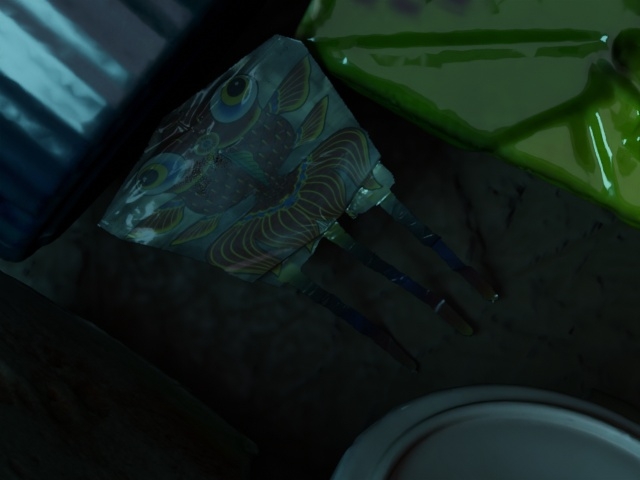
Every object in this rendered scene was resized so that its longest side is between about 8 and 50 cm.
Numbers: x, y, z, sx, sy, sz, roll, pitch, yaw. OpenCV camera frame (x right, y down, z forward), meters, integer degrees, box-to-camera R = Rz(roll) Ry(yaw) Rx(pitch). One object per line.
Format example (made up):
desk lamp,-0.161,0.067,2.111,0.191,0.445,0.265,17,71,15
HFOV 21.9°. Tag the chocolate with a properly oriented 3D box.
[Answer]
chocolate,0.173,-0.160,0.813,0.289,0.137,0.301,25,92,-1

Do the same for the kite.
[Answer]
kite,-0.001,-0.002,0.813,0.127,0.016,0.229,-39,130,12

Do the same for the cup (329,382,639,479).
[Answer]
cup,0.086,0.213,0.743,0.288,0.273,0.208,-19,53,-36

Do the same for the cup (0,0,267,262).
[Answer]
cup,-0.184,-0.148,0.730,0.292,0.308,0.242,40,123,-5

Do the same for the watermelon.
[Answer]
watermelon,-0.126,0.166,0.660,0.228,0.258,0.387,23,54,-6
